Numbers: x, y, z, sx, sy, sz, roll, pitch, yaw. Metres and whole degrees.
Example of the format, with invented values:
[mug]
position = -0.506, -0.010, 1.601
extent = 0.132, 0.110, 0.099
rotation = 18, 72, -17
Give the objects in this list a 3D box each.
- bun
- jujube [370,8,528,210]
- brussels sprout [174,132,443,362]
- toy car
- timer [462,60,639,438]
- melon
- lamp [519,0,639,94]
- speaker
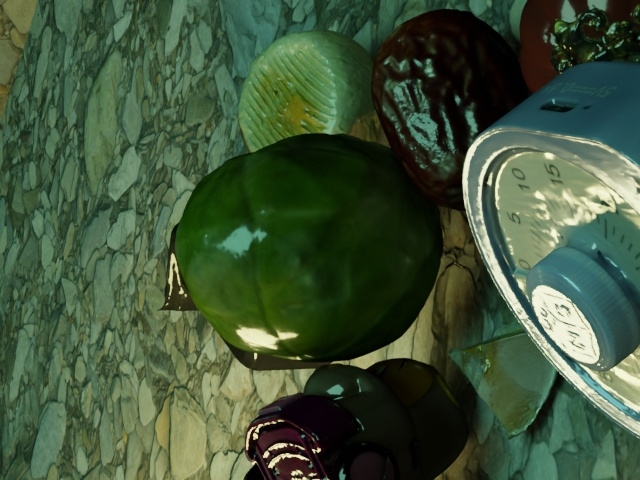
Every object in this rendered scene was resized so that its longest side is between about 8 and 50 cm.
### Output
[bun]
position = -0.008, -0.178, 2.037
extent = 0.244, 0.153, 0.243
rotation = -11, 72, 38
[jujube]
position = 0.157, -0.161, 1.703
extent = 0.183, 0.183, 0.243
rotation = -51, 43, 44
[brussels sprout]
position = 0.004, 0.004, 1.773
extent = 0.289, 0.355, 0.281
rotation = -16, 99, 36
[toy car]
position = 0.075, 0.306, 1.750
extent = 0.271, 0.240, 0.340
rotation = -22, 93, 58
[timer]
position = 0.273, 0.026, 1.296
extent = 0.395, 0.173, 0.395
rotation = 45, 160, 22
[melon]
position = 0.204, 0.160, 1.656
extent = 0.202, 0.093, 0.139
rotation = -24, 71, 62
[lamp]
position = 0.308, -0.197, 1.416
extent = 0.227, 0.227, 0.226
rotation = -19, 68, 58
[speaker]
position = -0.105, 0.103, 2.139
extent = 0.388, 0.180, 0.184
rotation = -136, 51, -56
